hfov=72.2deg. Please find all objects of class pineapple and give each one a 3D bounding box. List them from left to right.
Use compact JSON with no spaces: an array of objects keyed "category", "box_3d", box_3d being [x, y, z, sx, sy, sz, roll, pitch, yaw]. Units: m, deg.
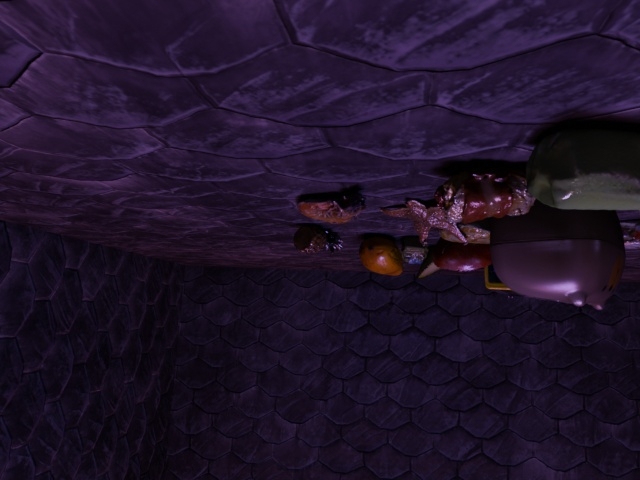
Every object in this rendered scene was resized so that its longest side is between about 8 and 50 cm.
[{"category":"pineapple","box_3d":[0.000,0.000,1.678,0.111,0.119,0.237,-51,151,19]}]

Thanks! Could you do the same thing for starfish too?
[{"category":"starfish","box_3d":[0.319,-0.057,1.235,0.295,0.048,0.231,-5,143,47]}]

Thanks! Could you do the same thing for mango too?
[{"category":"mango","box_3d":[0.255,0.071,1.842,0.187,0.144,0.359,29,176,17]}]

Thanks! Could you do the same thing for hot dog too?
[{"category":"hot dog","box_3d":[0.349,-0.104,0.927,0.213,0.103,0.146,-6,150,-1]}]

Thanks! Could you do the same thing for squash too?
[{"category":"squash","box_3d":[0.547,0.104,1.985,0.204,0.155,0.237,0,170,28]}]

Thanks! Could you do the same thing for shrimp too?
[{"category":"shrimp","box_3d":[0.029,-0.092,1.207,0.164,0.062,0.317,9,172,-18]}]

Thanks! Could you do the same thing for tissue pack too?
[{"category":"tissue pack","box_3d":[0.594,0.027,1.099,0.267,0.277,0.387,-1,169,40]}]

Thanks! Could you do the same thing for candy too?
[{"category":"candy","box_3d":[0.523,-0.106,0.732,0.343,0.132,0.142,3,155,-5]}]

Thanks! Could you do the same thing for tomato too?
[{"category":"tomato","box_3d":[0.491,0.017,1.484,0.227,0.101,0.228,-7,-159,3]}]

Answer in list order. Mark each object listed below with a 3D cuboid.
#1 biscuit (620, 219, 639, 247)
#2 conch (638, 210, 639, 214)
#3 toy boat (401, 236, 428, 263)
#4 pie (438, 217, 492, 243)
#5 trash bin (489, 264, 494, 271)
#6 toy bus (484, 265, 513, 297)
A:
[{"category":"biscuit","box_3d":[0.963,-0.018,1.307,0.186,0.079,0.309,13,167,-40]},{"category":"conch","box_3d":[0.762,-0.076,0.938,0.135,0.102,0.153,10,143,35]},{"category":"toy boat","box_3d":[0.394,0.036,1.838,0.111,0.084,0.276,4,168,13]},{"category":"pie","box_3d":[0.479,-0.034,1.334,0.248,0.090,0.201,6,175,-27]},{"category":"trash bin","box_3d":[0.733,0.070,1.560,0.234,0.184,0.162,11,144,-7]},{"category":"toy bus","box_3d":[0.860,0.138,1.896,0.249,0.209,0.440,-1,170,33]}]
